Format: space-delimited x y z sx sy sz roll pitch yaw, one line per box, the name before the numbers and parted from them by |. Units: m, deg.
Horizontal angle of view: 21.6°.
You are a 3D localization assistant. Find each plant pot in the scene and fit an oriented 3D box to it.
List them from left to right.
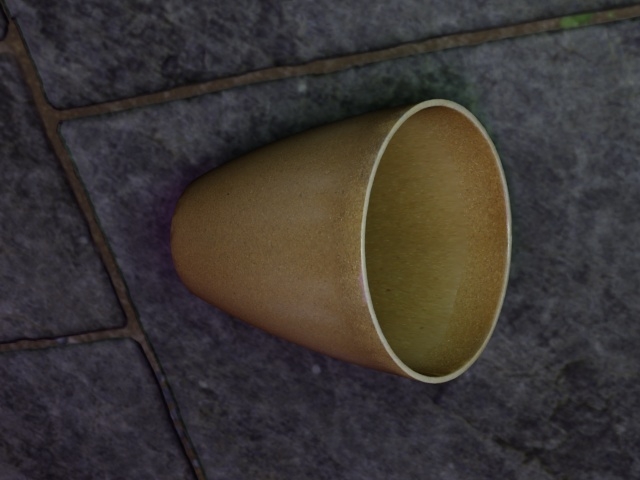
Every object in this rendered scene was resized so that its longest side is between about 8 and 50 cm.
plant pot | 0.000 0.000 1.472 0.254 0.237 0.237 0 122 35
